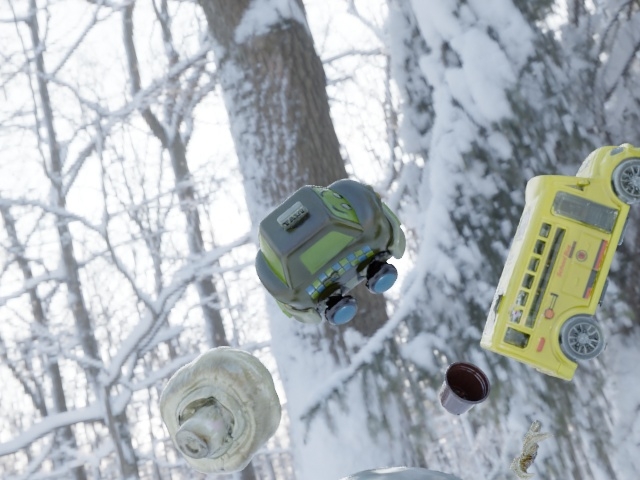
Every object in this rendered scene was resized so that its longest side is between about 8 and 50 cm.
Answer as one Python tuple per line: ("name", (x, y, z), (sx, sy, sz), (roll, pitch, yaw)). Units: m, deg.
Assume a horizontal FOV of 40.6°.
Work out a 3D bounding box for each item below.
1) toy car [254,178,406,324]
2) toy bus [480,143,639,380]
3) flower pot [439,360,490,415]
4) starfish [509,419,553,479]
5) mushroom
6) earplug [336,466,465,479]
("toy car", (0.000, 0.000, 1.413), (0.248, 0.204, 0.198), (-38, -40, 1))
("toy bus", (0.336, 0.017, 1.194), (0.152, 0.330, 0.144), (19, -5, 4))
("flower pot", (0.316, 0.342, 1.957), (0.111, 0.111, 0.089), (-8, -35, -26))
("starfish", (0.558, 0.562, 2.309), (0.238, 0.071, 0.216), (-55, -20, -58))
("mushroom", (-0.208, 0.342, 1.687), (0.253, 0.260, 0.234), (2, 9, 22))
("earplug", (0.096, 0.386, 0.768), (0.312, 0.313, 0.394), (-14, 17, -11))
